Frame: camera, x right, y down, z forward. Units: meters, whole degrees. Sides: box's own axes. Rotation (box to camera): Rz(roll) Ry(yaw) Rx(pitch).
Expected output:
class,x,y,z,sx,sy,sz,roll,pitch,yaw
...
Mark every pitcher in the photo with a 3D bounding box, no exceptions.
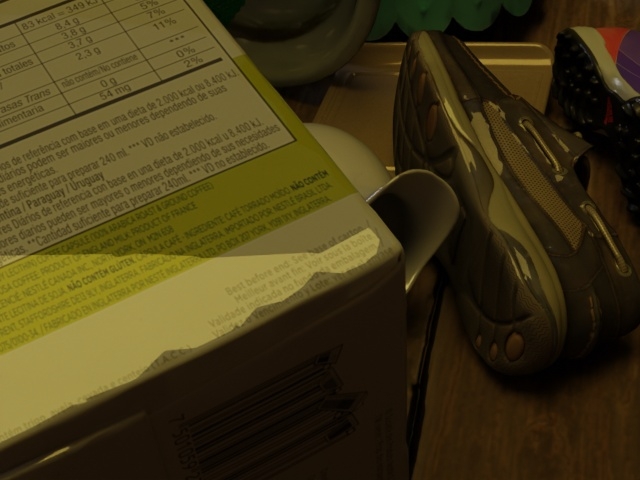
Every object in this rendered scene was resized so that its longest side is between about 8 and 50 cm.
class,x,y,z,sx,sy,sz,roll,pitch,yaw
pitcher,0.000,0.000,1.055,0.207,0.125,0.178,31,94,56

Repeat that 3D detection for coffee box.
class,x,y,z,sx,sy,sz,roll,pitch,yaw
coffee box,-0.176,0.068,0.764,0.338,0.337,0.334,-26,54,-17

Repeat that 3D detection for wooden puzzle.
class,x,y,z,sx,sy,sz,roll,pitch,yaw
wooden puzzle,0.100,-0.105,1.232,0.221,0.044,0.238,2,43,17

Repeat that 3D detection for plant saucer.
class,x,y,z,sx,sy,sz,roll,pitch,yaw
plant saucer,-0.091,-0.340,1.269,0.400,0.400,0.100,17,50,32

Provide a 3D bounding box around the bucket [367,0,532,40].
class,x,y,z,sx,sy,sz,roll,pitch,yaw
bucket,0.103,-0.342,1.385,0.281,0.183,0.281,-5,26,3

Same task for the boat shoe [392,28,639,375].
class,x,y,z,sx,sy,sz,roll,pitch,yaw
boat shoe,0.153,-0.038,1.059,0.130,0.132,0.355,-3,49,-17

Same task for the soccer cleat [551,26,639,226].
class,x,y,z,sx,sy,sz,roll,pitch,yaw
soccer cleat,0.302,-0.098,1.118,0.116,0.108,0.318,-7,35,-9

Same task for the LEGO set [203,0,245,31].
class,x,y,z,sx,sy,sz,roll,pitch,yaw
LEGO set,-0.242,-0.190,1.248,0.331,0.255,0.192,-33,64,-15
